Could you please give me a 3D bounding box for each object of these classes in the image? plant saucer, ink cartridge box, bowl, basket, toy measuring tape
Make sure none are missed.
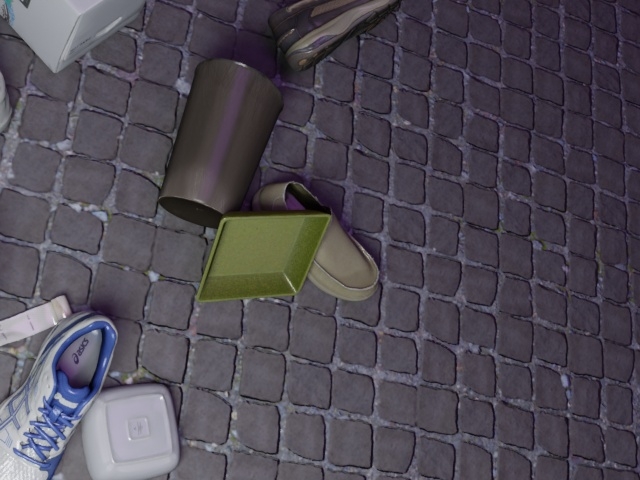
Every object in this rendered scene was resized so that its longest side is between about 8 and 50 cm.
[{"bbox_3d":[-0.099,0.015,1.473,0.188,0.188,0.045,-3,45,-28],"label":"plant saucer"},{"bbox_3d":[-0.418,-0.450,1.450,0.270,0.197,0.198,47,58,-5],"label":"ink cartridge box"},{"bbox_3d":[-0.272,0.278,1.345,0.142,0.053,0.142,-4,75,-28],"label":"bowl"},{"bbox_3d":[-0.166,-0.145,1.492,0.154,0.204,0.227,16,74,3],"label":"basket"},{"bbox_3d":[-0.485,0.136,1.251,0.330,0.121,0.121,-21,82,-32],"label":"toy measuring tape"}]

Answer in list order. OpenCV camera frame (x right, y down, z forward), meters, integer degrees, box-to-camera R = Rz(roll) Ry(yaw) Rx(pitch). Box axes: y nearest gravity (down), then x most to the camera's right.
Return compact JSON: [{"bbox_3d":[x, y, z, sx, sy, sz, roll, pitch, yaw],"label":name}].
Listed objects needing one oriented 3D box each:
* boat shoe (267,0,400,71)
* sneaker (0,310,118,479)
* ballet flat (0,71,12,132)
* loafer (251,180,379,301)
[{"bbox_3d":[0.047,-0.452,1.732,0.355,0.132,0.130,-38,92,-34],"label":"boat shoe"},{"bbox_3d":[-0.371,0.227,1.256,0.111,0.131,0.297,27,71,-21],"label":"sneaker"},{"bbox_3d":[-0.573,-0.341,1.371,0.139,0.139,0.400,-28,86,-32],"label":"ballet flat"},{"bbox_3d":[0.000,0.000,1.564,0.268,0.092,0.102,40,59,-9],"label":"loafer"}]
